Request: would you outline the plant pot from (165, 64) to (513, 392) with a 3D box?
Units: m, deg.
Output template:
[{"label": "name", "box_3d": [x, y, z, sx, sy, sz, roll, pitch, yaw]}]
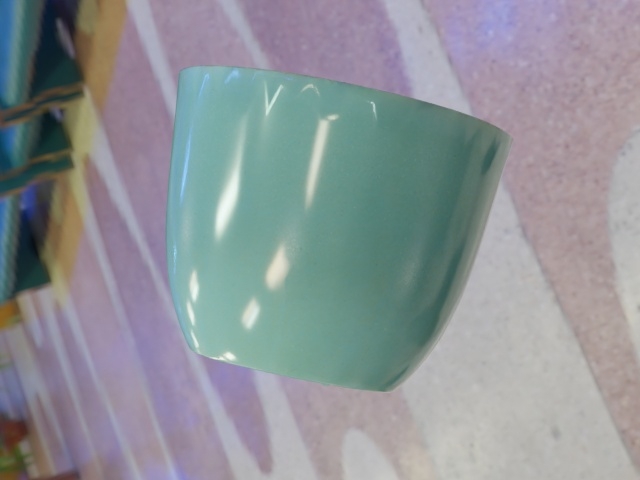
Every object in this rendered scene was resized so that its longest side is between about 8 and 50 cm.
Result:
[{"label": "plant pot", "box_3d": [0.000, 0.000, 1.153, 0.293, 0.293, 0.235, 6, 84, 66]}]
